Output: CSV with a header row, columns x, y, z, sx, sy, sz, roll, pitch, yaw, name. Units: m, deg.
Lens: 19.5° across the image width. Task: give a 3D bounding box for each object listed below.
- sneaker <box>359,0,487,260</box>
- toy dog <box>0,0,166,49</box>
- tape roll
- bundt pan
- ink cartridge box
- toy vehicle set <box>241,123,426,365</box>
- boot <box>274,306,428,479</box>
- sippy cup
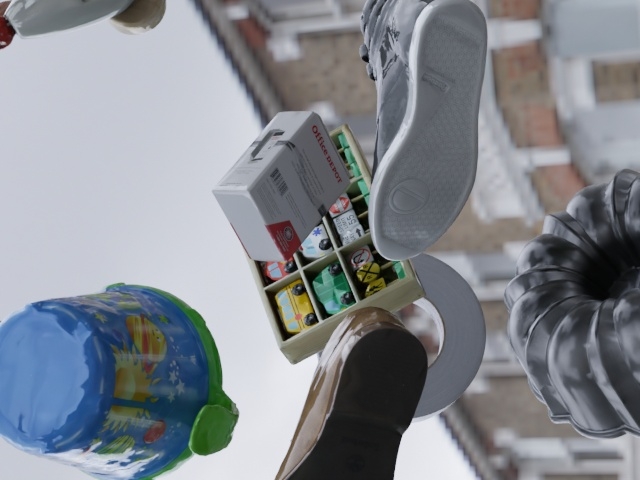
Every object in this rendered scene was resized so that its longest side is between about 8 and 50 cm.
x,y,z,sx,sy,sz,roll,pitch,yaw,name
0.092,-0.133,1.892,0.147,0.105,0.295,-121,35,-55,sneaker
-0.358,-0.326,2.314,0.220,0.334,0.161,119,138,-62,toy dog
0.102,0.125,2.410,0.072,0.219,0.219,90,-179,-79,tape roll
0.340,0.048,2.033,0.124,0.331,0.330,48,-137,-35,bundt pan
-0.039,-0.058,1.959,0.135,0.056,0.099,-51,-53,-35,ink cartridge box
0.000,0.000,2.072,0.035,0.166,0.267,55,-171,-45,toy vehicle set
0.011,0.205,1.765,0.305,0.112,0.115,-66,17,11,boot
-0.258,0.157,2.082,0.224,0.306,0.240,15,-122,-67,sippy cup
